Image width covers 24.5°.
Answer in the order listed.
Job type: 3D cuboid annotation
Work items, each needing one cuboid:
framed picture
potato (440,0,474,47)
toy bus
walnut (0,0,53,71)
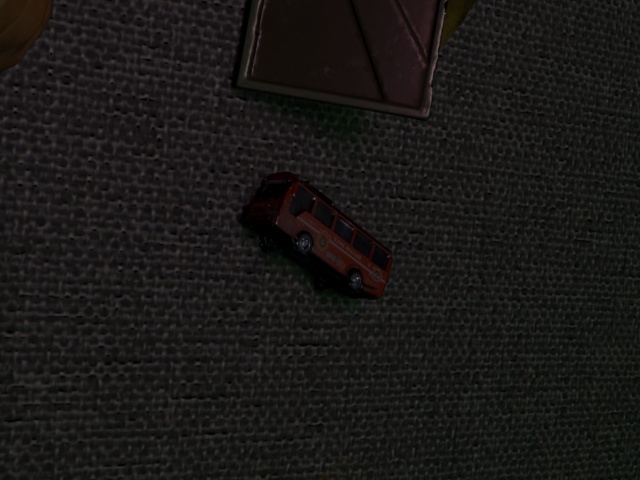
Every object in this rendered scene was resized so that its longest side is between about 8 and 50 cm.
[{"bbox_3d":[0.043,-0.333,1.833,0.247,0.022,0.335,10,88,-3],"label":"framed picture"},{"bbox_3d":[0.123,-0.342,1.928,0.176,0.141,0.298,22,85,-26],"label":"potato"},{"bbox_3d":[0.000,0.000,1.908,0.235,0.073,0.096,39,61,-38],"label":"toy bus"},{"bbox_3d":[-0.383,-0.284,1.389,0.285,0.285,0.296,-38,139,-32],"label":"walnut"}]
